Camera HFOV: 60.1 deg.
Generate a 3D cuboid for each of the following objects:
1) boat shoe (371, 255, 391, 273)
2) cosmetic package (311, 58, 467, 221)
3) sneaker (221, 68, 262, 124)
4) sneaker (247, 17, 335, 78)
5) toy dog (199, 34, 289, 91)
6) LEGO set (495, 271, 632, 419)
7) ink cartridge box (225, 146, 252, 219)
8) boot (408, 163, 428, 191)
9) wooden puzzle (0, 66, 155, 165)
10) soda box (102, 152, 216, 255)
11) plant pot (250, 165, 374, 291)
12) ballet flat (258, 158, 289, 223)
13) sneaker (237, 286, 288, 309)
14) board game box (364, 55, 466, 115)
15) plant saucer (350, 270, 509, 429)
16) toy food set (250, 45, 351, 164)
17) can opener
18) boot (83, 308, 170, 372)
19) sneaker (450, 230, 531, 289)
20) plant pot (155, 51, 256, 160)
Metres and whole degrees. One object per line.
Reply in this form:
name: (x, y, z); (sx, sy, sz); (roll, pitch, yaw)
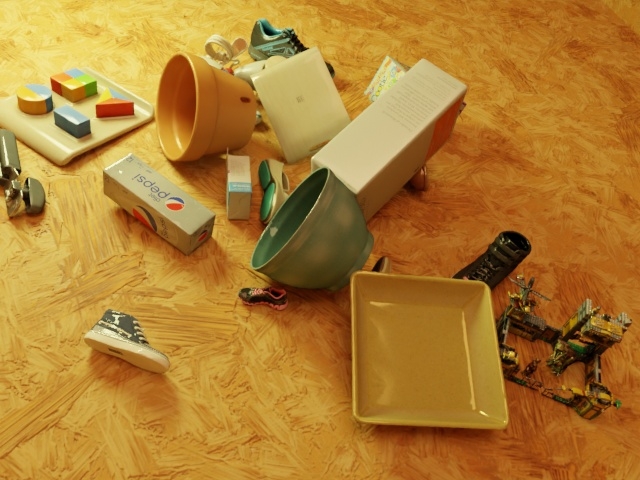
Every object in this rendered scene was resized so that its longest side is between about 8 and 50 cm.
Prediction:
boat shoe: (0.151, 0.127, 1.354); (0.072, 0.068, 0.190); (25, 58, -7)
cosmetic package: (0.183, -0.254, 1.501); (0.161, 0.230, 0.453); (40, 71, 18)
sneaker: (-0.285, -0.453, 1.729); (0.240, 0.126, 0.091); (27, 48, 12)
sneaker: (-0.102, -0.663, 1.956); (0.341, 0.139, 0.125); (25, 46, 8)
toy dog: (-0.229, -0.569, 1.806); (0.334, 0.220, 0.161); (24, 56, -17)
LEGO set: (0.547, 0.230, 1.257); (0.331, 0.192, 0.255); (28, 48, 12)
ink cartridge box: (-0.222, -0.156, 1.487); (0.062, 0.104, 0.181); (1, 48, -13)
boot: (0.181, -0.238, 1.665); (0.220, 0.109, 0.283); (-18, 68, -16)
wooden puzzle: (-0.715, -0.389, 1.600); (0.322, 0.080, 0.348); (31, 49, 15)
soda box: (-0.403, -0.091, 1.377); (0.286, 0.091, 0.098); (35, 50, 10)
plant pot: (0.000, 0.000, 1.307); (0.196, 0.293, 0.293); (37, 45, -16)
ballet flat: (-0.120, -0.134, 1.517); (0.086, 0.086, 0.248); (3, 47, -11)
sneaker: (-0.132, 0.124, 1.287); (0.119, 0.057, 0.047); (9, 49, -4)
board game box: (0.307, -0.457, 1.787); (0.275, 0.144, 0.142); (12, 34, -34)
plant saucer: (0.221, 0.242, 1.212); (0.333, 0.081, 0.332); (6, 62, -9)
toy food set: (-0.056, -0.409, 1.663); (0.220, 0.092, 0.306); (-24, 84, 1)
can opener: (-0.770, -0.168, 1.409); (0.095, 0.076, 0.283); (15, 35, -46)
boot: (-0.384, 0.203, 1.145); (0.190, 0.069, 0.086); (20, 50, 7)
sneaker: (0.424, 0.068, 1.409); (0.296, 0.146, 0.104); (-31, 63, -32)
plant pot: (-0.315, -0.365, 1.558); (0.204, 0.290, 0.291); (-3, 47, -37)
